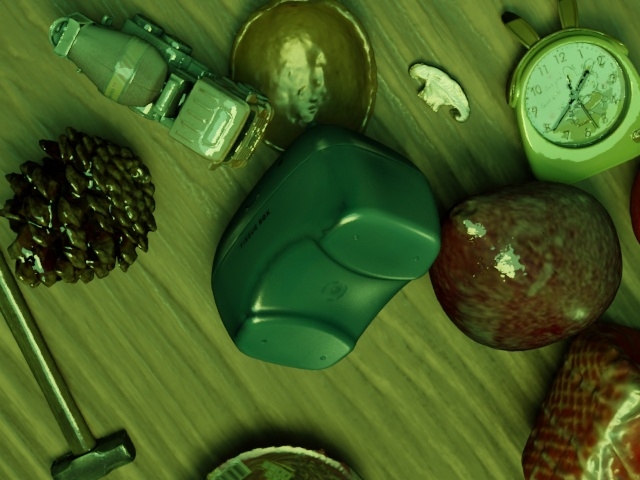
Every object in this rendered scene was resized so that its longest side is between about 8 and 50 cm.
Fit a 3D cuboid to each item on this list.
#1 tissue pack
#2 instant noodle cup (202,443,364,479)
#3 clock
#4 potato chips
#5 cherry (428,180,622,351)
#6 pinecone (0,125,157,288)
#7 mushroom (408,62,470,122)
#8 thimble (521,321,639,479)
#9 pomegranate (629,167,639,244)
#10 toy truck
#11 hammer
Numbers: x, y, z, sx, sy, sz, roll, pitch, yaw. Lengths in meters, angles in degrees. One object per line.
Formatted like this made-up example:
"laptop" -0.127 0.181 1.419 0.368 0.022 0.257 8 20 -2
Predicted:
"tissue pack" 0.000 0.000 1.382 0.198 0.206 0.287 18 128 -30
"instant noodle cup" -0.056 0.387 1.563 0.274 0.091 0.274 -1 105 -3
"clock" 0.314 -0.195 1.433 0.170 0.069 0.232 -22 105 4
"potato chips" -0.016 -0.204 1.414 0.195 0.062 0.208 -36 105 16
"cherry" 0.245 0.028 1.399 0.230 0.203 0.300 -22 151 33
"pinecone" -0.305 -0.036 1.393 0.204 0.179 0.184 -15 84 18
"mushroom" 0.153 -0.190 1.450 0.049 0.019 0.101 -44 101 8
"thimble" 0.433 0.272 1.437 0.350 0.350 0.231 23 104 -9
"pomegranate" 0.513 -0.053 1.415 0.256 0.221 0.221 -33 108 -30
"toy truck" -0.192 -0.184 1.349 0.256 0.140 0.108 33 102 10
"hammer" -0.369 0.159 1.509 0.111 0.043 0.365 -22 104 3
